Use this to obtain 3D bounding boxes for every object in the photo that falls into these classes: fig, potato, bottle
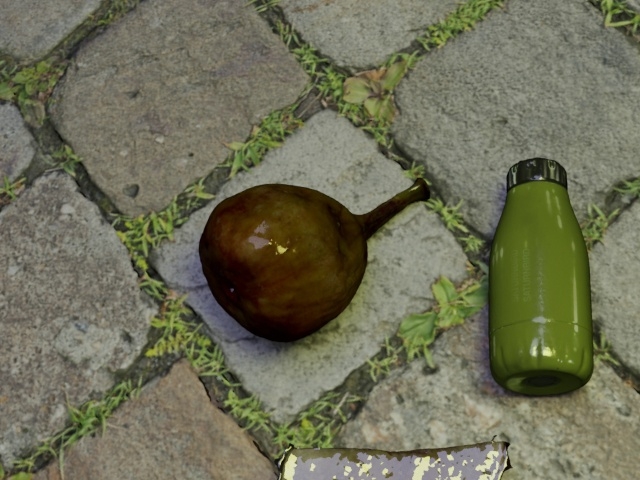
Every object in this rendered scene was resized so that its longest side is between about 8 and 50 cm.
[{"bbox_3d":[0.010,0.011,1.329,0.290,0.190,0.190,-12,62,-9],"label":"fig"},{"bbox_3d":[0.078,0.283,1.216,0.243,0.098,0.138,-2,67,4],"label":"potato"},{"bbox_3d":[0.242,0.034,1.293,0.112,0.112,0.260,-2,64,11],"label":"bottle"}]
